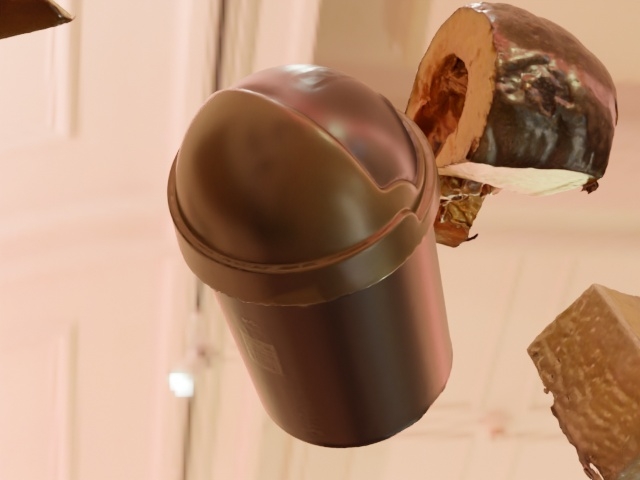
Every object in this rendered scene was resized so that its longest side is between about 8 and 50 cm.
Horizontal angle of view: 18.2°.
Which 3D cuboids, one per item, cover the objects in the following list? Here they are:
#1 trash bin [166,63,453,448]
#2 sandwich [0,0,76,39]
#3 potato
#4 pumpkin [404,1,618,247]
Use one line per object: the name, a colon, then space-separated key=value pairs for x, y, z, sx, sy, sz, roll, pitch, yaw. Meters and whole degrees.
trash bin: x=0.000 y=0.000 z=1.599 sx=0.214 sy=0.214 sz=0.334 roll=-11 pitch=-44 yaw=8
sandwich: x=-0.208 y=-0.112 z=1.154 sx=0.074 sy=0.074 sz=0.116 roll=44 pitch=-87 yaw=-9
potato: x=0.176 y=0.087 z=1.151 sx=0.061 sy=0.122 sz=0.086 roll=24 pitch=-63 yaw=-44
pumpkin: x=0.152 y=-0.074 z=1.826 sx=0.139 sy=0.190 sz=0.281 roll=11 pitch=-62 yaw=-25
